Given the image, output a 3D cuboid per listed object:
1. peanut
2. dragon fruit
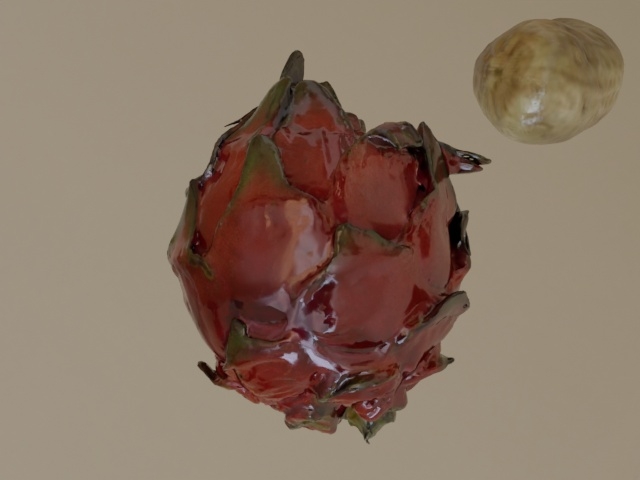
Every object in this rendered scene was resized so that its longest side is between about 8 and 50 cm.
[{"bbox_3d":[0.235,-0.169,1.298,0.253,0.137,0.122,-23,134,-57],"label":"peanut"},{"bbox_3d":[0.000,0.000,0.842,0.192,0.193,0.274,-18,-99,46],"label":"dragon fruit"}]
